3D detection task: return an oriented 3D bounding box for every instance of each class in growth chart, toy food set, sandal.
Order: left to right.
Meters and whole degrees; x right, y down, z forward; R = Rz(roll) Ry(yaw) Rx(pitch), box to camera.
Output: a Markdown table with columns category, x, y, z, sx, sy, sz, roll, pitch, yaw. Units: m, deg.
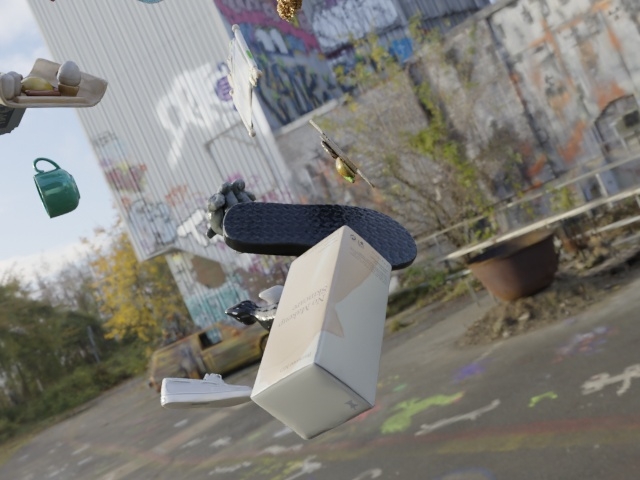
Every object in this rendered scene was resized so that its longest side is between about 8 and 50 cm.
| category | x | y | z | sx | sy | sz | roll | pitch | yaw |
| --- | --- | --- | --- | --- | --- | --- | --- | --- | --- |
| toy food set | -0.641 | -0.358 | 1.446 | 0.220 | 0.092 | 0.306 | 22 | 18 | 19 |
| growth chart | -0.164 | -0.333 | 1.421 | 0.021 | 0.171 | 0.237 | -16 | -24 | -16 |
| sandal | -0.001 | -0.002 | 1.574 | 0.446 | 0.167 | 0.107 | 8 | -39 | 3 |
| toy food set | 0.037 | -0.189 | 1.555 | 0.038 | 0.192 | 0.132 | -44 | 31 | 6 |

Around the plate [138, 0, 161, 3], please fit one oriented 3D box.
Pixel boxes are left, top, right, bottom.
| category | x | y | z | sx | sy | sz | roll | pitch | yaw |
| --- | --- | --- | --- | --- | --- | --- | --- | --- | --- |
| plate | -0.527 | -0.826 | 2.082 | 0.188 | 0.188 | 0.024 | -24 | 13 | 17 |

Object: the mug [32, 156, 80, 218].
| category | x | y | z | sx | sy | sz | roll | pitch | yaw |
| --- | --- | --- | --- | --- | --- | --- | --- | --- | --- |
| mug | -0.732 | -0.147 | 1.887 | 0.098 | 0.129 | 0.157 | -21 | -46 | -23 |

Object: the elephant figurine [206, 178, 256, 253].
| category | x | y | z | sx | sy | sz | roll | pitch | yaw |
| --- | --- | --- | --- | --- | --- | --- | --- | --- | --- |
| elephant figurine | -0.186 | -0.042 | 1.812 | 0.169 | 0.239 | 0.186 | -44 | -23 | -19 |

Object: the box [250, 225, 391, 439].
| category | x | y | z | sx | sy | sz | roll | pitch | yaw |
| --- | --- | --- | --- | --- | --- | --- | --- | --- | --- |
| box | 0.012 | 0.136 | 1.066 | 0.148 | 0.121 | 0.311 | -36 | 23 | 31 |

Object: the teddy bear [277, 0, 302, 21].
| category | x | y | z | sx | sy | sz | roll | pitch | yaw |
| --- | --- | --- | --- | --- | --- | --- | --- | --- | --- |
| teddy bear | -0.078 | -0.763 | 1.814 | 0.113 | 0.244 | 0.338 | 8 | -28 | -11 |

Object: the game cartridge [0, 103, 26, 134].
| category | x | y | z | sx | sy | sz | roll | pitch | yaw |
| --- | --- | --- | --- | --- | --- | --- | --- | --- | --- |
| game cartridge | -0.992 | -0.372 | 1.963 | 0.198 | 0.062 | 0.297 | -52 | -13 | 33 |

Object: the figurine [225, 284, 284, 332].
| category | x | y | z | sx | sy | sz | roll | pitch | yaw |
| --- | --- | --- | --- | --- | --- | --- | --- | --- | --- |
| figurine | -0.094 | 0.161 | 1.677 | 0.210 | 0.092 | 0.215 | 6 | 16 | 33 |

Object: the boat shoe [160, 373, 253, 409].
| category | x | y | z | sx | sy | sz | roll | pitch | yaw |
| --- | --- | --- | --- | --- | --- | --- | --- | --- | --- |
| boat shoe | -0.216 | 0.288 | 1.311 | 0.184 | 0.063 | 0.066 | 0 | -29 | -18 |
